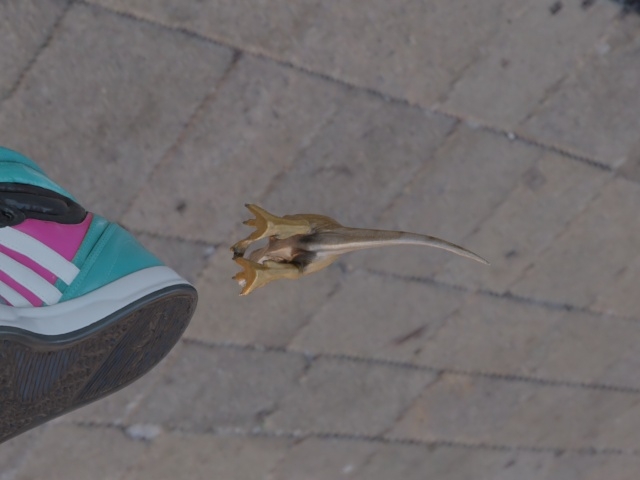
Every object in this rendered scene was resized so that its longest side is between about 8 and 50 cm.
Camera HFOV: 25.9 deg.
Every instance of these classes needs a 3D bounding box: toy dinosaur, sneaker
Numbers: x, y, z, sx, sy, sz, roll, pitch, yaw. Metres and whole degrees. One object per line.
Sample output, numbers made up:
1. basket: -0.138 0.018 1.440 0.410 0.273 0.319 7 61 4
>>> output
1. toy dinosaur: 0.000 0.000 0.987 0.112 0.064 0.211 -8 -178 -44
2. sneaker: -0.224 0.024 0.838 0.295 0.178 0.124 -14 137 -58
